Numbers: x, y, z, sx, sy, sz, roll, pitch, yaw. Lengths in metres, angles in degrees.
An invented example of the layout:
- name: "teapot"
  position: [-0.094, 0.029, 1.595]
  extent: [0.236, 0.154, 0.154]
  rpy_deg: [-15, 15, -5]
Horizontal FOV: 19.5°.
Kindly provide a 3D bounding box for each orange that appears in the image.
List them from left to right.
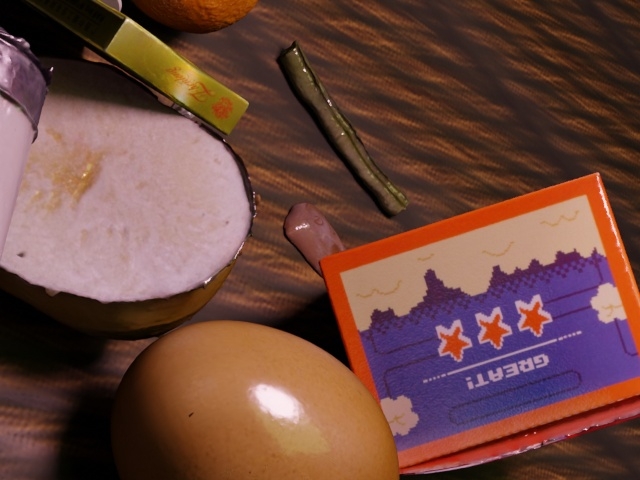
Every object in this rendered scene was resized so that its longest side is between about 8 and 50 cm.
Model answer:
- name: "orange"
  position: [-0.144, -0.332, 2.064]
  extent: [0.206, 0.206, 0.206]
  rpy_deg: [31, 48, -43]

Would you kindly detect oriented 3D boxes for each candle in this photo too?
- name: "candle"
  position: [-0.349, -0.025, 1.577]
  extent: [0.187, 0.187, 0.330]
  rpy_deg: [30, 63, -44]

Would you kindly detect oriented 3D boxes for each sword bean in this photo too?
- name: "sword bean"
  position: [0.030, -0.135, 2.342]
  extent: [0.043, 0.038, 0.269]
  rpy_deg: [-48, 115, -27]

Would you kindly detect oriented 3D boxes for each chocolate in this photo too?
- name: "chocolate"
  position: [0.000, 0.000, 2.228]
  extent: [0.101, 0.031, 0.064]
  rpy_deg: [53, 41, -26]

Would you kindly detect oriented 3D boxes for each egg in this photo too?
- name: "egg"
  position: [-0.065, 0.210, 1.813]
  extent: [0.322, 0.250, 0.250]
  rpy_deg: [41, 42, -38]

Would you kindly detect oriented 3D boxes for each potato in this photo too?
- name: "potato"
  position: [-0.223, -0.025, 1.793]
  extent: [0.299, 0.196, 0.246]
  rpy_deg: [31, 65, 0]

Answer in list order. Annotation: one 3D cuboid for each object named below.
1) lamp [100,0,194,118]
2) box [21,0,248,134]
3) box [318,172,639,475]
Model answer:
- name: "lamp"
  position: [-0.194, -0.214, 2.050]
  extent: [0.198, 0.050, 0.056]
  rpy_deg: [53, 39, -27]
- name: "box"
  position: [-0.213, -0.206, 1.838]
  extent: [0.173, 0.311, 0.043]
  rpy_deg: [34, 90, -41]
- name: "box"
  position: [0.191, 0.108, 2.074]
  extent: [0.349, 0.318, 0.257]
  rpy_deg: [59, 16, -83]
